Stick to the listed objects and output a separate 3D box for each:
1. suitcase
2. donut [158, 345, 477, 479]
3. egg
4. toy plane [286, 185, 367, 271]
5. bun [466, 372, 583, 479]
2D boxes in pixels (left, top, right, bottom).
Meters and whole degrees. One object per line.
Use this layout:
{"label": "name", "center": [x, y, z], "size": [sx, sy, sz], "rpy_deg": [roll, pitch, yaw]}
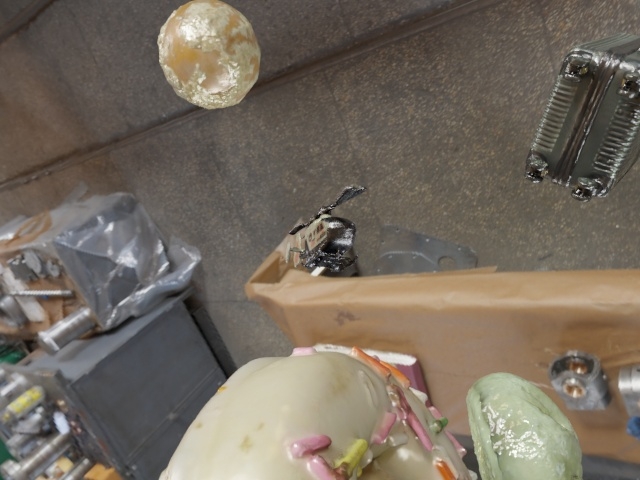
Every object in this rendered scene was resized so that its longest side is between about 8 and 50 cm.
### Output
{"label": "suitcase", "center": [0.419, -0.191, 0.789], "size": [0.128, 0.312, 0.202], "rpy_deg": [29, 128, 29]}
{"label": "donut", "center": [0.042, 0.262, 0.443], "size": [0.142, 0.383, 0.383], "rpy_deg": [-32, 99, 25]}
{"label": "egg", "center": [-0.218, -0.374, 1.071], "size": [0.203, 0.245, 0.203], "rpy_deg": [-9, 143, -7]}
{"label": "toy plane", "center": [0.000, 0.000, 0.404], "size": [0.031, 0.049, 0.120], "rpy_deg": [8, 159, -21]}
{"label": "bun", "center": [0.253, 0.258, 0.657], "size": [0.118, 0.195, 0.196], "rpy_deg": [-9, 117, 9]}
